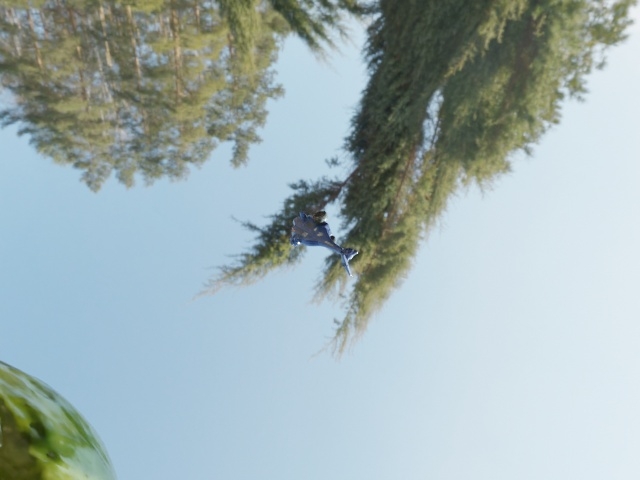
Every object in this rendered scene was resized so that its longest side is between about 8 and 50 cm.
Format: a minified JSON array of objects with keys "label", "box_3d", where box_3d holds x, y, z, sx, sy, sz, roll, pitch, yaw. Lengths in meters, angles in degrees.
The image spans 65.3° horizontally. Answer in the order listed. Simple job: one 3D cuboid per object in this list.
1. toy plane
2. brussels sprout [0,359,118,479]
[{"label":"toy plane","box_3d":[0.000,0.000,0.699,0.062,0.054,0.167,-32,-147,-19]},{"label":"brussels sprout","box_3d":[-0.356,0.266,0.466,0.276,0.315,0.371,-42,-99,-15]}]
